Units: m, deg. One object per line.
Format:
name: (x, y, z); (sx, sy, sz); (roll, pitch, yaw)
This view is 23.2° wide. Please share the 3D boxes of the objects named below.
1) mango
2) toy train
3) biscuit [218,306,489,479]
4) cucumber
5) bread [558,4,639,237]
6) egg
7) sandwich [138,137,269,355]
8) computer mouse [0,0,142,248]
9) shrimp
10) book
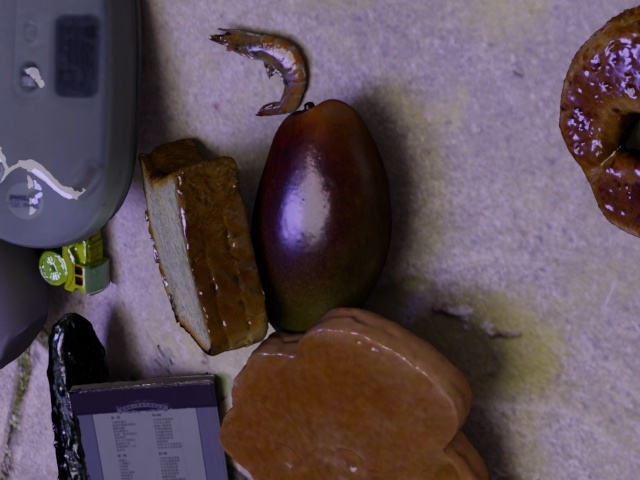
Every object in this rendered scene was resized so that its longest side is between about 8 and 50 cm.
mango: (0.000, 0.000, 1.406); (0.133, 0.111, 0.267); (22, 127, 22)
toy train: (-0.265, -0.067, 1.647); (0.085, 0.053, 0.249); (10, 113, 28)
biscuit: (0.037, 0.199, 1.457); (0.269, 0.051, 0.376); (34, 140, 10)
cucumber: (-0.258, 0.217, 1.713); (0.072, 0.081, 0.303); (0, 107, 6)
bread: (0.265, -0.087, 1.180); (0.193, 0.064, 0.193); (23, 124, 38)
egg: (-0.411, 0.039, 1.721); (0.232, 0.176, 0.176); (35, 128, 6)
sandwich: (-0.112, 0.003, 1.460); (0.215, 0.065, 0.186); (-160, 57, -74)
computer mouse: (-0.272, -0.157, 1.543); (0.197, 0.095, 0.330); (5, 93, 5)
shrimp: (-0.061, -0.157, 1.456); (0.114, 0.023, 0.083); (22, 123, 29)
book: (-0.174, 0.256, 1.667); (0.157, 0.026, 0.231); (-4, 108, 6)
